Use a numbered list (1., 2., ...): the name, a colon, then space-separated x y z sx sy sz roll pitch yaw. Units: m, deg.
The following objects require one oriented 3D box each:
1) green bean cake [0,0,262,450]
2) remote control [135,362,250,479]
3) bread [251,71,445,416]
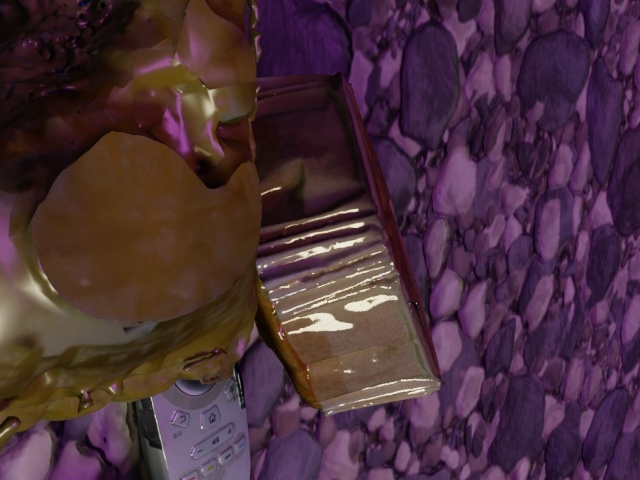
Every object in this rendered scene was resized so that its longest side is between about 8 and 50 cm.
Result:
1. green bean cake: -0.153 -0.040 0.784 0.310 0.202 0.285 -16 109 -51
2. remote control: -0.096 0.090 1.024 0.097 0.045 0.256 -26 115 -50
3. bread: -0.001 0.002 1.001 0.192 0.109 0.210 68 6 -51
